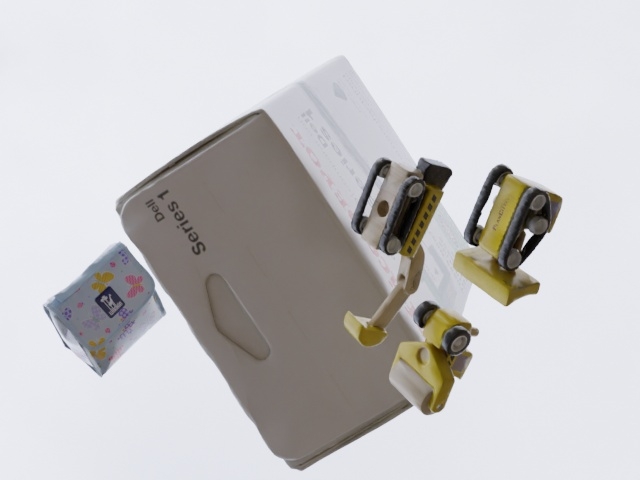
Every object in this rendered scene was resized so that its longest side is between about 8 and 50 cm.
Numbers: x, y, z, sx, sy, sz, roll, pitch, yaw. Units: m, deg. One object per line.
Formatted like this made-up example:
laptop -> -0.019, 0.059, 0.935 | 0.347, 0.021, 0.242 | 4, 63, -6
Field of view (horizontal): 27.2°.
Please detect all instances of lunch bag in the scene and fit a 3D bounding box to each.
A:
lunch bag -> -0.152, 0.046, 0.926 | 0.071, 0.053, 0.083 | -44, -28, -20

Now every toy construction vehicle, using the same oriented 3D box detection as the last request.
toy construction vehicle -> 0.049, 0.011, 0.507 | 0.035, 0.086, 0.098 | 6, -69, -39

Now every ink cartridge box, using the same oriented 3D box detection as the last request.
ink cartridge box -> 0.000, 0.000, 0.707 | 0.092, 0.219, 0.160 | -32, -83, 17
